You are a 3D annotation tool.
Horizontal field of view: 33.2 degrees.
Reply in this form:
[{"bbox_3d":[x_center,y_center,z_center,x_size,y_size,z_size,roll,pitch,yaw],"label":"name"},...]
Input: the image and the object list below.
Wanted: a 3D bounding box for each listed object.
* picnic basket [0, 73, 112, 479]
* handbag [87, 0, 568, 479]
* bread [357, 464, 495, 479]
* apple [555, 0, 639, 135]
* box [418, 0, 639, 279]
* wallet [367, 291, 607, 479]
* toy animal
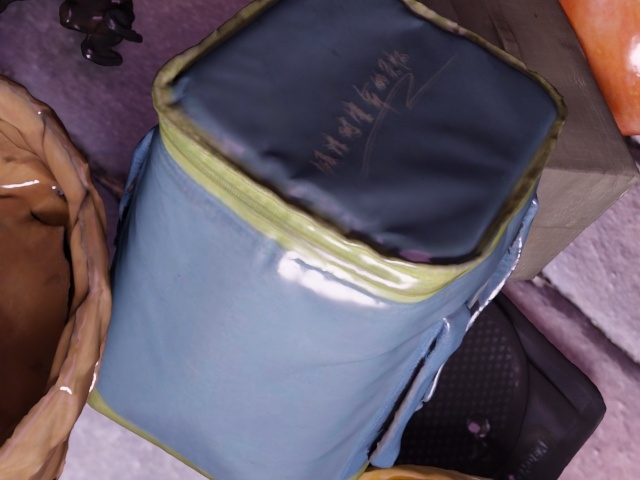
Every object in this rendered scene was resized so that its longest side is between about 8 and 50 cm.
[{"bbox_3d":[-0.266,-0.003,0.475,0.337,0.337,0.293,10,62,-24],"label":"picnic basket"},{"bbox_3d":[0.000,0.000,0.648,0.222,0.241,0.263,34,44,8],"label":"handbag"},{"bbox_3d":[0.059,0.259,0.668,0.198,0.120,0.236,7,72,-8],"label":"bread"},{"bbox_3d":[0.272,-0.215,0.938,0.242,0.242,0.241,-17,98,-33],"label":"apple"},{"bbox_3d":[0.115,-0.106,0.848,0.149,0.155,0.231,3,54,-29],"label":"box"},{"bbox_3d":[0.054,0.082,0.816,0.323,0.041,0.247,46,52,5],"label":"wallet"},{"bbox_3d":[-0.224,-0.229,0.805,0.148,0.084,0.232,-14,73,-45],"label":"toy animal"}]
